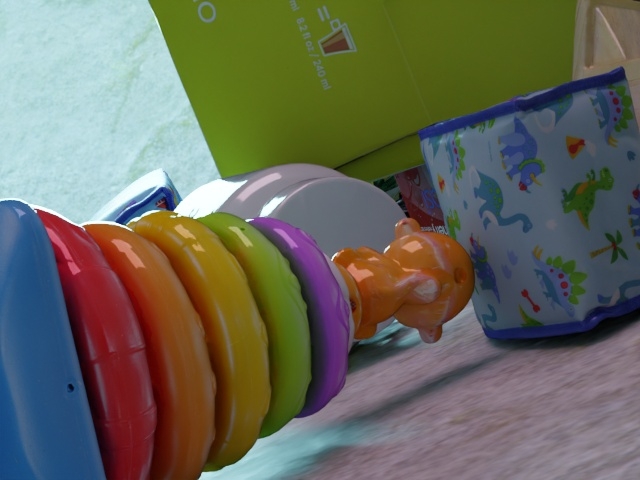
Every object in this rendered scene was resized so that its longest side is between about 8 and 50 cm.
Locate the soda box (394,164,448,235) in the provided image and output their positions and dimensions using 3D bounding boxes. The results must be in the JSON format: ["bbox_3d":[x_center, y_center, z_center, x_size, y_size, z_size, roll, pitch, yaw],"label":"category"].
[{"bbox_3d":[0.144,-0.043,1.381,0.083,0.092,0.263,-23,6,-15],"label":"soda box"}]

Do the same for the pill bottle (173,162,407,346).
[{"bbox_3d":[-0.023,0.015,1.179,0.131,0.131,0.229,-21,5,-17],"label":"pill bottle"}]

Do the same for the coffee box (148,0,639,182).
[{"bbox_3d":[0.081,-0.249,1.359,0.338,0.337,0.334,-18,8,32],"label":"coffee box"}]

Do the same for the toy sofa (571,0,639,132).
[{"bbox_3d":[0.275,-0.062,0.948,0.150,0.177,0.362,5,-4,-20],"label":"toy sofa"}]

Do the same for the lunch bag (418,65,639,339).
[{"bbox_3d":[0.116,-0.015,0.977,0.096,0.129,0.151,-17,1,-29],"label":"lunch bag"}]

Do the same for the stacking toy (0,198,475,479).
[{"bbox_3d":[-0.046,0.043,0.887,0.302,0.175,0.166,-15,2,-33],"label":"stacking toy"}]

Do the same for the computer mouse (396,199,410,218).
[{"bbox_3d":[0.000,0.000,1.613,0.188,0.072,0.272,-17,6,24],"label":"computer mouse"}]

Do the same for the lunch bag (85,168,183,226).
[{"bbox_3d":[-0.241,0.064,1.662,0.293,0.138,0.221,-29,8,-2],"label":"lunch bag"}]

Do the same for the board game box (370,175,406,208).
[{"bbox_3d":[0.131,-0.078,1.804,0.260,0.030,0.136,-24,-32,-36],"label":"board game box"}]
